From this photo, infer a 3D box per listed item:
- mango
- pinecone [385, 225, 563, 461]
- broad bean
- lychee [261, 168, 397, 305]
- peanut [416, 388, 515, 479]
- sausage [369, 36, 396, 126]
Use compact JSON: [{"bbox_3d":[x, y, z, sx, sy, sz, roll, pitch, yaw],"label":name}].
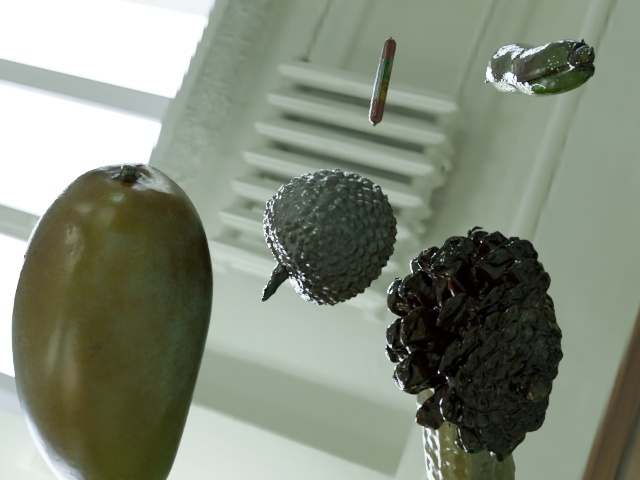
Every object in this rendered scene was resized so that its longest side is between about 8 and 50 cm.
[{"bbox_3d":[-0.211,0.105,1.161,0.221,0.199,0.383,-123,34,-65],"label":"mango"},{"bbox_3d":[0.208,0.129,1.576,0.296,0.242,0.298,-101,9,-62],"label":"pinecone"},{"bbox_3d":[0.249,-0.203,1.358,0.077,0.339,0.061,-30,-77,-5],"label":"broad bean"},{"bbox_3d":[0.000,0.000,1.370,0.197,0.165,0.165,-31,-38,-9],"label":"lychee"},{"bbox_3d":[0.245,0.333,1.919,0.174,0.158,0.339,-62,-29,-63],"label":"peanut"},{"bbox_3d":[0.131,-0.335,2.402,0.029,0.029,0.223,56,-139,-59],"label":"sausage"}]
